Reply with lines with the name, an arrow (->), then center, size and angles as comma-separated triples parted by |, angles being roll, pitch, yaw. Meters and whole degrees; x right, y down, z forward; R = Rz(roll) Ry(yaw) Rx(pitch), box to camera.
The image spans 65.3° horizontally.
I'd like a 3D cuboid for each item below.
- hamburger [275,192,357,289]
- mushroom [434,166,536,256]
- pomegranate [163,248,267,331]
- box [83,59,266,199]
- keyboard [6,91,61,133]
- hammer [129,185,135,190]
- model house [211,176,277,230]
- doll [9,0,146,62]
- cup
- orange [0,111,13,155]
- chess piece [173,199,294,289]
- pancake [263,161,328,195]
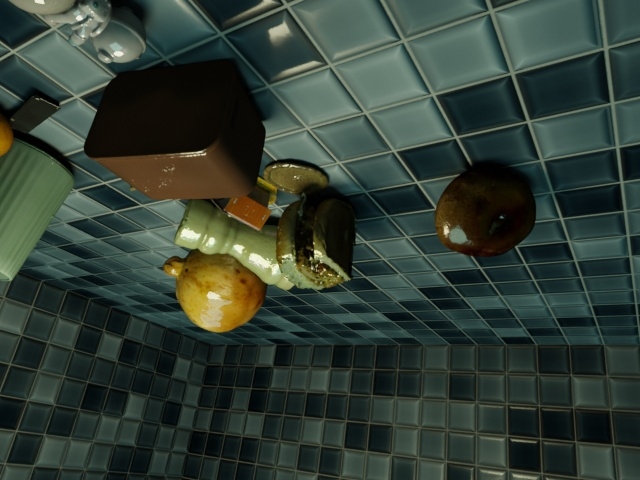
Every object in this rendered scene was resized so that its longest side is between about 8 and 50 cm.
hamburger -> 0.000, 0.000, 1.572 | 0.195, 0.277, 0.318 | -6, 152, 21
mushroom -> 0.427, -0.084, 1.367 | 0.254, 0.267, 0.267 | 33, 178, 43
pomegranate -> -0.414, 0.158, 1.961 | 0.410, 0.410, 0.410 | 7, 156, 3
box -> -0.323, -0.244, 1.183 | 0.339, 0.239, 0.229 | 0, 158, 17
keyboard -> -0.792, -0.347, 1.368 | 0.231, 0.023, 0.072 | -12, 156, 39
hammer -> -0.599, -0.163, 1.720 | 0.035, 0.019, 0.110 | -11, 152, 38
model house -> -0.241, -0.103, 1.588 | 0.207, 0.136, 0.219 | -13, 148, 37
doll -> -0.441, -0.434, 0.918 | 0.151, 0.151, 0.287 | -7, 156, 32
cup -> -1.013, -0.100, 1.561 | 0.310, 0.392, 0.401 | 33, 151, -33
orange -> -0.923, -0.299, 1.361 | 0.156, 0.124, 0.156 | 20, 137, 20
chess piece -> -0.274, 0.000, 1.757 | 0.442, 0.234, 0.234 | 22, 153, -18
pancake -> -0.074, -0.183, 1.497 | 0.199, 0.021, 0.199 | 7, 158, 3
